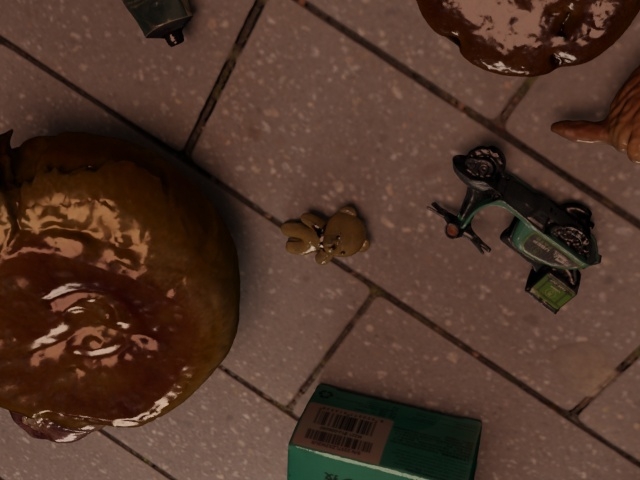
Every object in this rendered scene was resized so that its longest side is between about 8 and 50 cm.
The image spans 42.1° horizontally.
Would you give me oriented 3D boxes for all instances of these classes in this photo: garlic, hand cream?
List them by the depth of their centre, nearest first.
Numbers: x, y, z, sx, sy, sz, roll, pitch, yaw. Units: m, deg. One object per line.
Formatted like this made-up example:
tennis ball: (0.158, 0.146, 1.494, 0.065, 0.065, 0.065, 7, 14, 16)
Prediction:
hand cream: (-0.189, -0.298, 0.772, 0.075, 0.052, 0.248, -17, 109, 26)
garlic: (-0.339, 0.193, 1.056, 0.159, 0.102, 0.147, 21, 120, 8)

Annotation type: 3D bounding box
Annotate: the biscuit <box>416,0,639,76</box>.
biscuit: (0.172, -0.238, 0.677, 0.212, 0.036, 0.212, 8, 118, 16)

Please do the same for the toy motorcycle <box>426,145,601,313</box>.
toy motorcycle: (0.183, -0.015, 0.780, 0.173, 0.058, 0.100, 36, 129, -3)

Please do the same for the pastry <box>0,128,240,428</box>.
pastry: (-0.252, 0.047, 0.892, 0.356, 0.164, 0.356, -2, 117, -3)

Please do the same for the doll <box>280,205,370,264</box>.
doll: (0.005, -0.004, 0.870, 0.093, 0.051, 0.061, 8, 124, 50)

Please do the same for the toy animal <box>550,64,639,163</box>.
toy animal: (0.279, -0.152, 0.651, 0.184, 0.104, 0.185, 12, 125, 26)

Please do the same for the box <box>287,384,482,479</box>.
box: (0.066, 0.341, 0.973, 0.205, 0.118, 0.311, 12, 120, 16)
